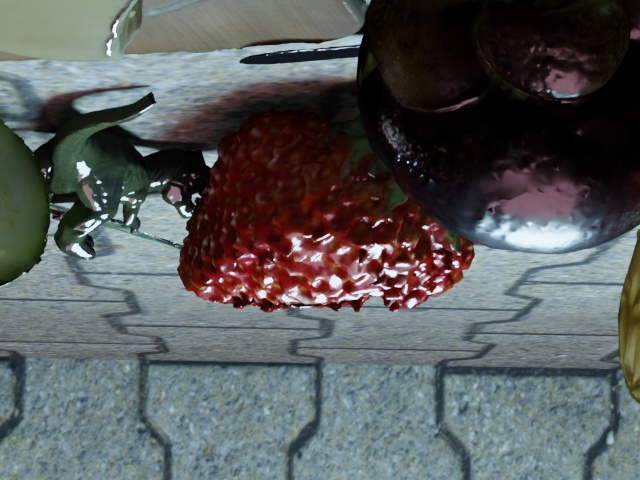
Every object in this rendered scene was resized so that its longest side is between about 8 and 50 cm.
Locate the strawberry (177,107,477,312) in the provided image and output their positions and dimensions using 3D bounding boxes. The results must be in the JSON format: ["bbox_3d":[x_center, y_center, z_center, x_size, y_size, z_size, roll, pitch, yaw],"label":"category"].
[{"bbox_3d":[0.000,0.000,1.239,0.188,0.106,0.286,35,141,-23],"label":"strawberry"}]

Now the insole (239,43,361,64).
[{"bbox_3d":[0.067,-0.112,1.006,0.232,0.003,0.080,-4,180,12],"label":"insole"}]

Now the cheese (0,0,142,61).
[{"bbox_3d":[-0.155,-0.137,0.706,0.249,0.070,0.163,8,157,-9],"label":"cheese"}]

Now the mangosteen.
[{"bbox_3d":[0.104,-0.080,0.805,0.172,0.172,0.184,6,150,-28],"label":"mangosteen"}]

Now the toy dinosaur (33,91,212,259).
[{"bbox_3d":[-0.133,-0.073,1.284,0.187,0.087,0.179,-11,147,-52],"label":"toy dinosaur"}]

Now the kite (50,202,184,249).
[{"bbox_3d":[-0.201,-0.021,1.472,0.229,0.012,0.250,17,176,-24],"label":"kite"}]

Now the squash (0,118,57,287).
[{"bbox_3d":[-0.294,-0.038,1.299,0.137,0.137,0.287,6,-179,-29],"label":"squash"}]

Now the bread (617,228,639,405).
[{"bbox_3d":[0.361,0.054,1.430,0.156,0.204,0.288,8,165,-11],"label":"bread"}]

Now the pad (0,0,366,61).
[{"bbox_3d":[-0.139,-0.137,0.888,0.284,0.018,0.286,-1,170,14],"label":"pad"}]
